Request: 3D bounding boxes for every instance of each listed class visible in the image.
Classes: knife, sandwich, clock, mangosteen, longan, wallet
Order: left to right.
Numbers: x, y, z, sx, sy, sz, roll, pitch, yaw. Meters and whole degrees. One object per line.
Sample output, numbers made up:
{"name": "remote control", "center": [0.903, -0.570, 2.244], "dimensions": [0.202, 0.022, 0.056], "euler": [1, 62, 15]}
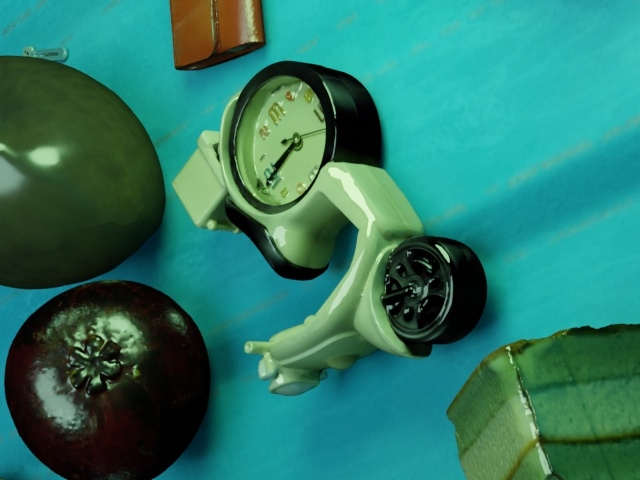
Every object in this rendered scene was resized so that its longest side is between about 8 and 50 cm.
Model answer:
{"name": "longan", "center": [-0.340, -0.081, 1.997], "dimensions": [0.350, 0.288, 0.288], "euler": [17, 103, 36]}
{"name": "knife", "center": [-0.352, -0.235, 2.188], "dimensions": [0.096, 0.010, 0.027], "euler": [2, 92, 46]}
{"name": "mangosteen", "center": [-0.233, 0.171, 1.953], "dimensions": [0.261, 0.235, 0.235], "euler": [81, 170, -71]}
{"name": "wallet", "center": [-0.122, -0.302, 1.925], "dimensions": [0.142, 0.045, 0.204], "euler": [-12, 81, 46]}
{"name": "clock", "center": [0.000, 0.000, 1.759], "dimensions": [0.276, 0.120, 0.379], "euler": [-49, 53, 30]}
{"name": "sandwich", "center": [0.186, 0.181, 1.478], "dimensions": [0.198, 0.227, 0.155], "euler": [-35, 65, 40]}

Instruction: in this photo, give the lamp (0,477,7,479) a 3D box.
{"name": "lamp", "center": [-0.444, 0.356, 2.228], "dimensions": [0.250, 0.101, 0.101], "euler": [-23, 74, 49]}
